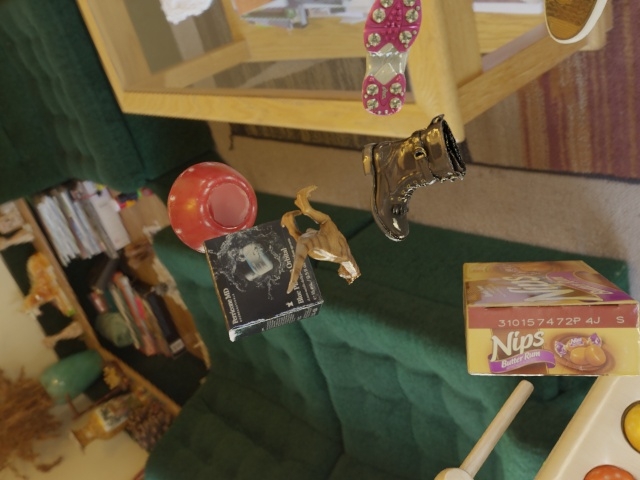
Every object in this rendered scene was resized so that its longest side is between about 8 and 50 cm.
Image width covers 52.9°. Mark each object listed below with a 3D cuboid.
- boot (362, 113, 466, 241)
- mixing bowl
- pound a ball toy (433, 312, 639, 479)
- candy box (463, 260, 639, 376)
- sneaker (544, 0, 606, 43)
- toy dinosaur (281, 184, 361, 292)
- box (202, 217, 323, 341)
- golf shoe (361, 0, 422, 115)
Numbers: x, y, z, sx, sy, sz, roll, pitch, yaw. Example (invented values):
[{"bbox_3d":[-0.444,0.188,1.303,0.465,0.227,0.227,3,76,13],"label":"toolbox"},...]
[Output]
[{"bbox_3d":[0.218,-0.130,1.434,0.228,0.091,0.263,-8,106,39],"label":"boot"},{"bbox_3d":[-0.192,-0.065,1.231,0.098,0.181,0.182,-1,118,63],"label":"mixing bowl"},{"bbox_3d":[0.287,0.202,0.678,0.208,0.319,0.136,34,161,22],"label":"pound a ball toy"},{"bbox_3d":[0.167,0.054,0.503,0.109,0.186,0.053,-2,95,13],"label":"candy box"},{"bbox_3d":[0.451,-0.458,1.043,0.105,0.123,0.290,19,100,45],"label":"sneaker"},{"bbox_3d":[0.000,0.000,0.681,0.112,0.064,0.211,53,-167,20],"label":"toy dinosaur"},{"bbox_3d":[-0.095,0.062,1.055,0.093,0.158,0.156,106,146,-71],"label":"box"},{"bbox_3d":[0.144,-0.426,1.378,0.115,0.140,0.306,8,132,-2],"label":"golf shoe"}]
